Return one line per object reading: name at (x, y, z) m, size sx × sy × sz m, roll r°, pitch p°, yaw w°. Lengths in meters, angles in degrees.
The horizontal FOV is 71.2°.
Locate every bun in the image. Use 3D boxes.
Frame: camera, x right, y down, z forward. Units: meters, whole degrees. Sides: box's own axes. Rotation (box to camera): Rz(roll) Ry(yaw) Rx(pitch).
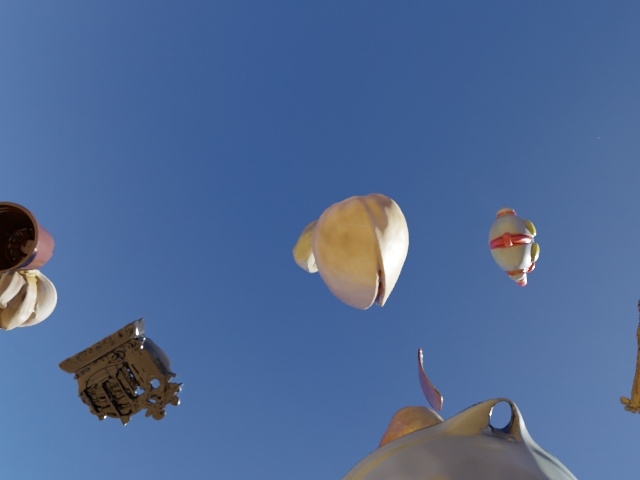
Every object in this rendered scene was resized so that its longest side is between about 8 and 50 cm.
bun at (0.000, 0.000, 1.473) m, size 0.116 × 0.237 × 0.210 m, roll 45°, pitch -36°, yaw 24°

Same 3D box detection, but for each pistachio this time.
pistachio at (0.086, 0.030, 0.933) m, size 0.318 × 0.194 × 0.213 m, roll 80°, pitch -9°, yaw -47°

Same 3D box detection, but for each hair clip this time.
hair clip at (0.213, 0.279, 0.902) m, size 0.022 × 0.137 × 0.054 m, roll -9°, pitch -58°, yaw -2°

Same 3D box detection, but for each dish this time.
dish at (0.127, 0.296, 0.343) m, size 0.303 × 0.120 × 0.302 m, roll 0°, pitch -91°, yaw -1°

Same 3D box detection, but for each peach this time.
peach at (0.242, 0.552, 1.184) m, size 0.233 × 0.232 × 0.232 m, roll 8°, pitch -75°, yaw 30°

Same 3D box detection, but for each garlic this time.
garlic at (-0.608, 0.138, 0.881) m, size 0.131 × 0.127 × 0.194 m, roll 7°, pitch -111°, yaw 10°

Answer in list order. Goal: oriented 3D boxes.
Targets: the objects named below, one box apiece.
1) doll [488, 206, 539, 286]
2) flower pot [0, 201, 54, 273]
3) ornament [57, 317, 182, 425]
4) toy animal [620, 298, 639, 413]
doll at (0.480, 0.010, 1.098) m, size 0.106 × 0.336 × 0.199 m, roll -9°, pitch -101°, yaw 29°
flower pot at (-0.464, 0.005, 0.682) m, size 0.111 × 0.089 × 0.111 m, roll 1°, pitch -104°, yaw -4°
ornament at (-0.502, 0.361, 1.153) m, size 0.251 × 0.106 × 0.260 m, roll -29°, pitch -95°, yaw -8°
toy animal at (0.582, 0.165, 0.761) m, size 0.149 × 0.275 × 0.054 m, roll 51°, pitch -16°, yaw -5°
